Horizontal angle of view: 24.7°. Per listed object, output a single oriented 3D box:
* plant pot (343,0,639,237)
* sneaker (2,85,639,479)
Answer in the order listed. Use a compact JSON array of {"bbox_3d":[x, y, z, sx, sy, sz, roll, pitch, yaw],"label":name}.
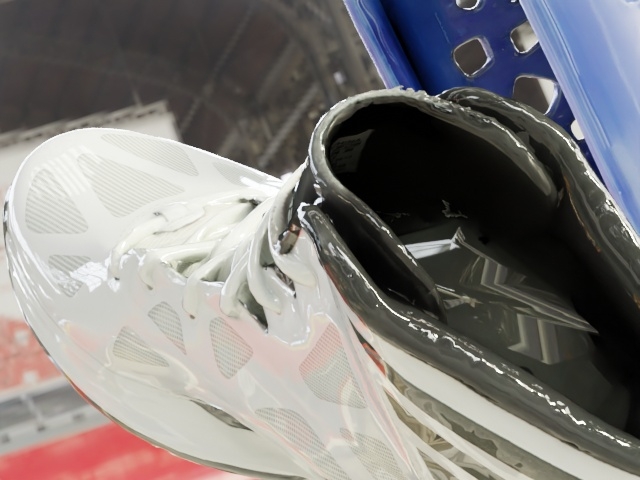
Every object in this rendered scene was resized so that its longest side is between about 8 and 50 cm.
[{"bbox_3d":[0.170,-0.135,0.857,0.212,0.236,0.236,-33,13,-15],"label":"plant pot"},{"bbox_3d":[0.001,0.000,0.645,0.169,0.447,0.257,-39,-37,-27],"label":"sneaker"}]
